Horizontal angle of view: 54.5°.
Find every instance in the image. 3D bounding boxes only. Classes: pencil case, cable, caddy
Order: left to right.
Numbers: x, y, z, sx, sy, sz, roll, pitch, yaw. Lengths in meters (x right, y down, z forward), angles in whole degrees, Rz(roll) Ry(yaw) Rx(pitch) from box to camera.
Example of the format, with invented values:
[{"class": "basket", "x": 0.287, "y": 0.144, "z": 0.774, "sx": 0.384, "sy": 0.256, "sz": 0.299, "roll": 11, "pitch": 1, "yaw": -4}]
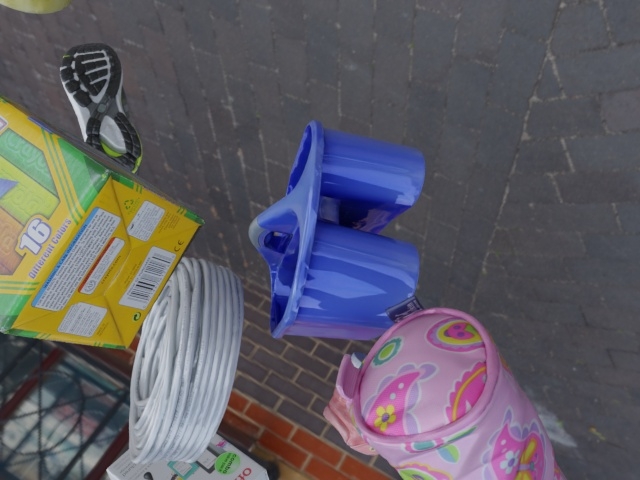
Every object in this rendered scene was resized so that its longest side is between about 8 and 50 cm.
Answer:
[{"class": "cable", "x": -0.175, "y": 0.150, "z": 0.788, "sx": 0.089, "sy": 0.257, "sz": 0.257, "roll": 15, "pitch": -172, "yaw": -22}, {"class": "caddy", "x": 0.000, "y": 0.000, "z": 0.772, "sx": 0.179, "sy": 0.241, "sz": 0.341, "roll": 9, "pitch": 163, "yaw": -7}, {"class": "pencil case", "x": 0.124, "y": 0.178, "z": 0.490, "sx": 0.124, "sy": 0.124, "sz": 0.284, "roll": 3, "pitch": 138, "yaw": 45}]

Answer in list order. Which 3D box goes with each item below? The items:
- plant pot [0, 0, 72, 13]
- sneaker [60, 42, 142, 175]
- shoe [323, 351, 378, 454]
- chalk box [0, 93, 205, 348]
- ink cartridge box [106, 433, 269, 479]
[{"class": "plant pot", "x": -0.376, "y": -0.377, "z": 0.798, "sx": 0.134, "sy": 0.134, "sz": 0.095, "roll": 38, "pitch": 137, "yaw": -6}, {"class": "sneaker", "x": -0.401, "y": -0.228, "z": 1.143, "sx": 0.121, "sy": 0.111, "sz": 0.299, "roll": 120, "pitch": 135, "yaw": -66}, {"class": "shoe", "x": 0.087, "y": 0.195, "z": 0.640, "sx": 0.178, "sy": 0.081, "sz": 0.063, "roll": 30, "pitch": -173, "yaw": 27}, {"class": "chalk box", "x": -0.231, "y": -0.026, "z": 0.505, "sx": 0.213, "sy": 0.132, "sz": 0.132, "roll": 30, "pitch": 178, "yaw": 25}, {"class": "ink cartridge box", "x": -0.257, "y": 0.526, "z": 1.282, "sx": 0.270, "sy": 0.198, "sz": 0.197, "roll": 22, "pitch": 136, "yaw": 33}]
